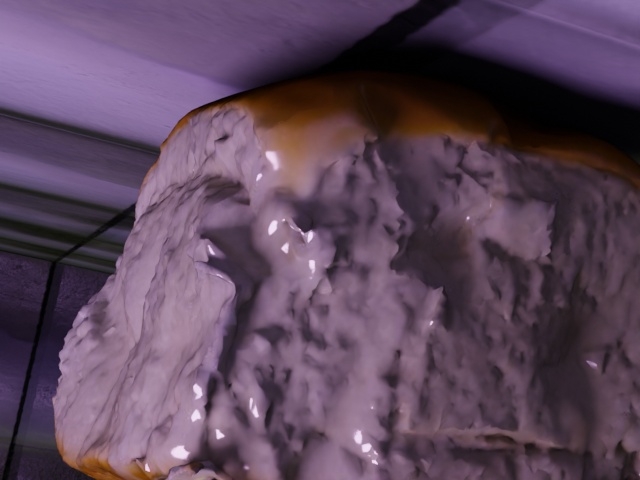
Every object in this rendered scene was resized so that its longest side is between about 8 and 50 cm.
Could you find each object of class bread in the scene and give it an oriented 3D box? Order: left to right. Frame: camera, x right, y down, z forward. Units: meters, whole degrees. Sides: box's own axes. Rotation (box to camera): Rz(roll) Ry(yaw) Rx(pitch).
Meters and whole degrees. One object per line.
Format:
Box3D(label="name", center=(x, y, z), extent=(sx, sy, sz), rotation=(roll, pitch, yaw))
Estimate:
Box3D(label="bread", center=(0.030, 0.037, 0.527), extent=(0.279, 0.225, 0.250), rotation=(13, 168, -24))
